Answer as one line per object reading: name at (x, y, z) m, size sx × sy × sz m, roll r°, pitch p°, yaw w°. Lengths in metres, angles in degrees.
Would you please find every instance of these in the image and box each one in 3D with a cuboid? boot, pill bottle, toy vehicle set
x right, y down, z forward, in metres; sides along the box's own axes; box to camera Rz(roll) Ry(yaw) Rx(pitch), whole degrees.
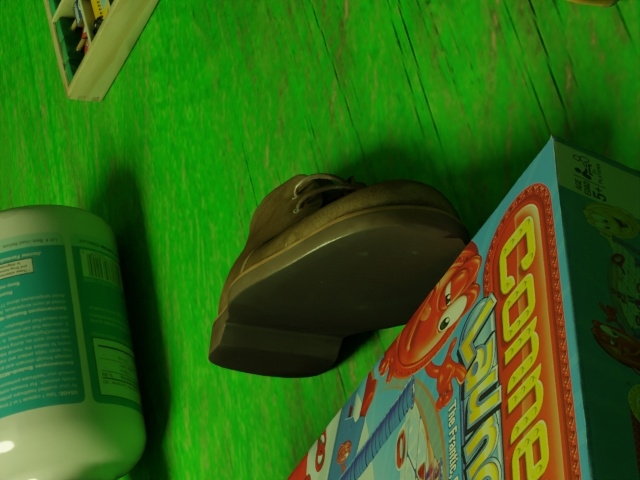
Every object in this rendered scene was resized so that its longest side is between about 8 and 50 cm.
boot at (0.000, 0.000, 0.814) m, size 0.305 × 0.112 × 0.115 m, roll 144°, pitch 136°, yaw -66°
pill bottle at (-0.225, 0.114, 1.140) m, size 0.146 × 0.146 × 0.264 m, roll -42°, pitch 52°, yaw 48°
toy vehicle set at (-0.213, -0.281, 1.266) m, size 0.166 × 0.035 × 0.267 m, roll -52°, pitch 46°, yaw 42°

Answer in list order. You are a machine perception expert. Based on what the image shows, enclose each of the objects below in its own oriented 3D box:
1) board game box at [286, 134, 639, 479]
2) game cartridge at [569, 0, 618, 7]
board game box at (0.071, 0.162, 0.622) m, size 0.302 × 0.086 × 0.308 m, roll -57°, pitch 19°, yaw 38°
game cartridge at (0.128, -0.328, 0.723) m, size 0.323 × 0.053 × 0.285 m, roll 59°, pitch 134°, yaw 41°
